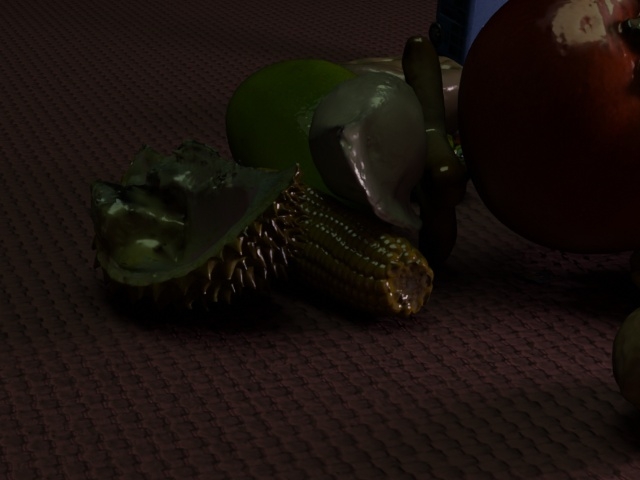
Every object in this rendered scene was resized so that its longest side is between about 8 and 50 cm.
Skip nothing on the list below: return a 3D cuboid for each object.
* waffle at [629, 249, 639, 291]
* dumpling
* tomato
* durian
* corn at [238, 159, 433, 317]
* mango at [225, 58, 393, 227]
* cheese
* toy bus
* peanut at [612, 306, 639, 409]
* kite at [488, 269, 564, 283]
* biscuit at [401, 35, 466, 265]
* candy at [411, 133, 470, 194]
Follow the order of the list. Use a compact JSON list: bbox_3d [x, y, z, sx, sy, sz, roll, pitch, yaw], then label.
[{"bbox_3d":[0.410,0.035,1.596,0.211,0.055,0.160,16,24,41],"label":"waffle"},{"bbox_3d":[0.058,-0.085,1.598,0.126,0.166,0.216,-30,17,-14],"label":"dumpling"},{"bbox_3d":[0.291,-0.130,1.625,0.321,0.322,0.321,1,18,0],"label":"tomato"},{"bbox_3d":[-0.136,-0.017,1.560,0.172,0.167,0.306,-12,21,-29],"label":"durian"},{"bbox_3d":[0.000,0.000,1.614,0.106,0.106,0.305,-13,24,-37],"label":"corn"},{"bbox_3d":[0.005,-0.102,1.827,0.192,0.156,0.343,-22,39,-8],"label":"mango"},{"bbox_3d":[0.114,-0.204,2.243,0.235,0.117,0.218,15,21,41],"label":"cheese"},{"bbox_3d":[0.262,-0.376,2.615,0.116,0.234,0.133,-9,27,-27],"label":"toy bus"},{"bbox_3d":[0.331,0.089,1.309,0.129,0.129,0.224,16,25,40],"label":"peanut"},{"bbox_3d":[0.221,0.040,1.661,0.078,0.002,0.044,-4,18,-18],"label":"kite"},{"bbox_3d":[0.118,-0.099,1.691,0.047,0.164,0.208,-6,56,-5],"label":"biscuit"},{"bbox_3d":[0.039,-0.082,1.964,0.305,0.083,0.091,-7,-20,6],"label":"candy"}]
